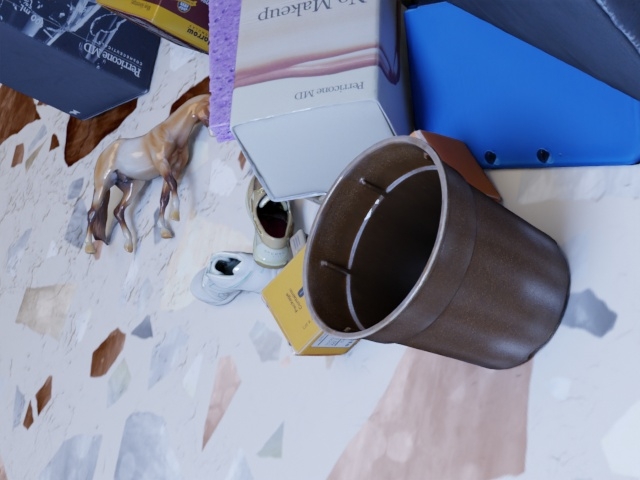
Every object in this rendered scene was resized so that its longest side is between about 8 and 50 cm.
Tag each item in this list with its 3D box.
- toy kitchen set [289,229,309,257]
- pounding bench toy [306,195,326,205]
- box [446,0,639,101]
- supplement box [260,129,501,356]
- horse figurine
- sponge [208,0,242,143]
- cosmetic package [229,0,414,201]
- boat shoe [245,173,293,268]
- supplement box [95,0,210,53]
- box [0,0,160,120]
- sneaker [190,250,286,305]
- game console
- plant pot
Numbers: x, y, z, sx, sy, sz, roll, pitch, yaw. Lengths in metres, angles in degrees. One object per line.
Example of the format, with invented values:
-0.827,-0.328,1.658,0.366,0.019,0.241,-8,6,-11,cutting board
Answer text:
0.000,0.000,1.321,0.083,0.068,0.075,-45,39,28,toy kitchen set
0.003,-0.078,1.350,0.065,0.083,0.052,-39,43,36,pounding bench toy
0.223,-0.386,0.882,0.472,0.297,0.480,-44,25,4,box
0.051,0.008,1.225,0.233,0.080,0.078,-45,60,26,supplement box
-0.222,-0.077,1.675,0.263,0.066,0.174,-20,61,44,horse figurine
-0.068,-0.211,1.525,0.117,0.031,0.210,-13,54,13,sponge
0.008,-0.202,1.319,0.153,0.129,0.296,-10,55,16,cosmetic package
-0.050,-0.031,1.410,0.135,0.050,0.045,-101,21,-43,boat shoe
-0.156,-0.346,1.684,0.191,0.129,0.194,28,93,56,supplement box
-0.386,-0.382,1.831,0.179,0.343,0.313,-13,61,49,box
-0.102,0.034,1.449,0.152,0.061,0.054,-15,60,51,sneaker
0.215,-0.206,1.189,0.250,0.173,0.293,-45,26,-26,game console
0.100,0.022,1.085,0.167,0.165,0.167,-30,49,42,plant pot
